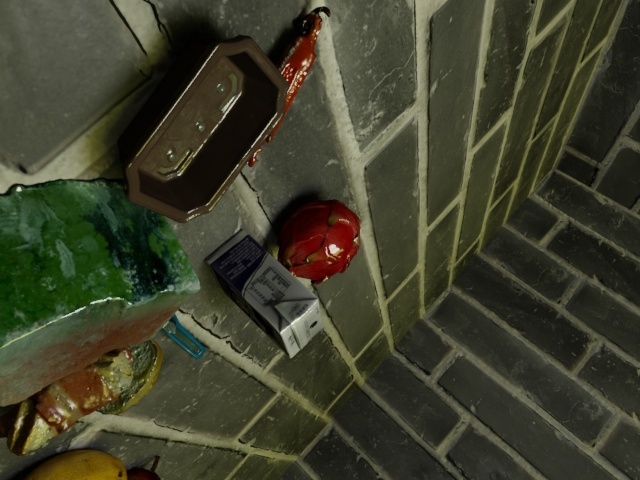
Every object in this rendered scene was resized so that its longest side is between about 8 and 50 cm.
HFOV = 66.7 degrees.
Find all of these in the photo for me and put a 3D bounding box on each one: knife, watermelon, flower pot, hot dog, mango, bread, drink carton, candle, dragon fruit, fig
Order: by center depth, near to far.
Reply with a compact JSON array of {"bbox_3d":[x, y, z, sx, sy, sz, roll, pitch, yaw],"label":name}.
[{"bbox_3d":[-0.313,0.083,0.645,0.264,0.151,0.302,-22,142,-47],"label":"watermelon"},{"bbox_3d":[-0.166,-0.156,0.653,0.251,0.084,0.179,-52,155,3],"label":"flower pot"},{"bbox_3d":[-0.075,-0.221,0.744,0.302,0.059,0.084,-57,168,13],"label":"candle"},{"bbox_3d":[-0.394,0.232,0.760,0.213,0.103,0.146,-32,-170,-30],"label":"hot dog"},{"bbox_3d":[-0.351,0.260,0.914,0.157,0.083,0.094,-47,166,-11],"label":"bread"},{"bbox_3d":[-0.472,0.489,0.934,0.262,0.108,0.158,36,60,-68],"label":"mango"},{"bbox_3d":[-0.102,0.103,0.934,0.102,0.222,0.134,-41,153,-21],"label":"drink carton"},{"bbox_3d":[-0.283,0.182,0.973,0.044,0.026,0.297,-55,156,-21],"label":"knife"},{"bbox_3d":[0.000,0.000,1.027,0.209,0.172,0.172,-38,152,-28],"label":"dragon fruit"},{"bbox_3d":[-0.433,0.619,1.188,0.150,0.128,0.129,-13,136,-48],"label":"fig"}]
